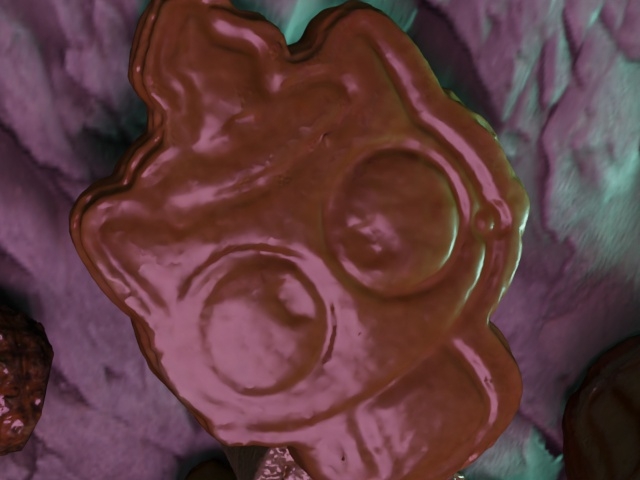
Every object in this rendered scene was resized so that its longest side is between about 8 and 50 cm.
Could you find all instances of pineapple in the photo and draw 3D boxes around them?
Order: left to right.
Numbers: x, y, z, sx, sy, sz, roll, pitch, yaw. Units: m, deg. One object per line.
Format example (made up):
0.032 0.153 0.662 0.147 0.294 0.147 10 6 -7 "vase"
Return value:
-0.276 0.070 1.166 0.198 0.108 0.108 27 121 -21 "pineapple"

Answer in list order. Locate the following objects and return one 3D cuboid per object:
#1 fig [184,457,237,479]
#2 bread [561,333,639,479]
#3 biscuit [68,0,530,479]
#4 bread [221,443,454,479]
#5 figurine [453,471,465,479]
-0.053 0.244 1.347 0.136 0.120 0.153 -22 132 2 "fig"
0.270 0.166 1.278 0.123 0.244 0.190 37 109 -23 "bread"
0.001 0.001 1.103 0.269 0.051 0.376 -35 109 -8 "biscuit"
0.008 0.149 1.243 0.148 0.141 0.134 8 105 -18 "bread"
0.117 0.242 1.402 0.157 0.126 0.114 26 168 -2 "figurine"
